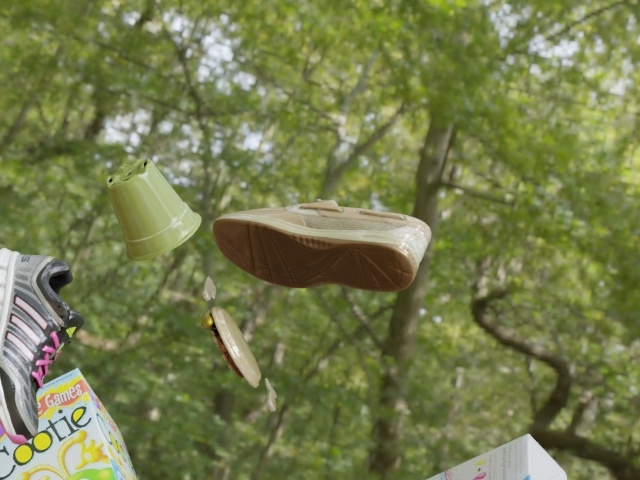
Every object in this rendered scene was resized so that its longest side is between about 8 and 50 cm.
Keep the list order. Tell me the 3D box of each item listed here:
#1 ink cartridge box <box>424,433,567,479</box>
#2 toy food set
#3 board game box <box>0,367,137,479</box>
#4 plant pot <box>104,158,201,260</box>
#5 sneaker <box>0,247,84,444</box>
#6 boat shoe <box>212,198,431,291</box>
[{"bbox_3d":[0.117,0.250,0.974,0.181,0.104,0.061,-32,-64,28],"label":"ink cartridge box"},{"bbox_3d":[-0.122,0.147,1.559,0.192,0.038,0.132,60,2,-7],"label":"toy food set"},{"bbox_3d":[-0.282,0.308,1.325,0.275,0.144,0.142,57,-9,45],"label":"board game box"},{"bbox_3d":[-0.173,-0.035,1.142,0.083,0.083,0.079,-1,-54,43],"label":"plant pot"},{"bbox_3d":[-0.234,0.083,0.960,0.074,0.170,0.063,-4,-27,-6],"label":"sneaker"},{"bbox_3d":[0.000,0.000,1.766,0.341,0.110,0.122,9,-48,23],"label":"boat shoe"}]
